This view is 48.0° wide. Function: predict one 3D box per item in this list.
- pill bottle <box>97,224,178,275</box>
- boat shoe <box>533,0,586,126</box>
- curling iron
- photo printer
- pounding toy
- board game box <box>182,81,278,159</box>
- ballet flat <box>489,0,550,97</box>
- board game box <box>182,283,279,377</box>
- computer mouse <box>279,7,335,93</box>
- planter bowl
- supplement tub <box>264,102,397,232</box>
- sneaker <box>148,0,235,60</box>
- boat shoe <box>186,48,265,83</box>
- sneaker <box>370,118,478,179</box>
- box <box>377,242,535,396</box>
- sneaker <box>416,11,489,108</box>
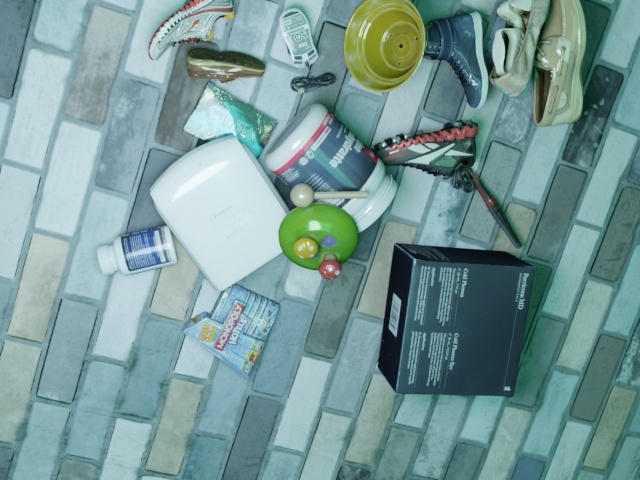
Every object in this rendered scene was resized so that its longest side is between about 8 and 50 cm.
[{"bbox_3d":[-0.420,0.027,1.653,0.169,0.094,0.094,-14,104,-9],"label":"pill bottle"},{"bbox_3d":[0.564,-0.446,1.735,0.110,0.121,0.341,-10,105,-10],"label":"boat shoe"},{"bbox_3d":[0.427,-0.082,1.829,0.068,0.035,0.274,-44,105,-3],"label":"curling iron"},{"bbox_3d":[-0.220,-0.070,1.651,0.256,0.107,0.308,-33,112,-2],"label":"photo printer"},{"bbox_3d":[0.000,0.000,1.575,0.182,0.110,0.237,8,129,-6],"label":"pounding toy"},{"bbox_3d":[-0.208,-0.266,1.668,0.186,0.026,0.126,28,96,-15],"label":"board game box"},{"bbox_3d":[0.462,-0.498,1.682,0.106,0.107,0.316,14,82,-27],"label":"ballet flat"},{"bbox_3d":[-0.225,0.207,1.749,0.194,0.060,0.194,25,96,-16],"label":"board game box"},{"bbox_3d":[-0.041,-0.440,1.659,0.106,0.042,0.193,-19,111,-2],"label":"computer mouse"},{"bbox_3d":[0.166,-0.450,1.649,0.090,0.217,0.217,-13,109,-52],"label":"planter bowl"},{"bbox_3d":[0.025,-0.163,1.651,0.272,0.191,0.191,41,92,-16],"label":"supplement tub"},{"bbox_3d":[-0.284,-0.467,1.579,0.225,0.088,0.093,-38,108,-1],"label":"sneaker"},{"bbox_3d":[-0.215,-0.390,1.628,0.177,0.064,0.060,4,132,-11],"label":"boat shoe"},{"bbox_3d":[0.258,-0.205,1.736,0.275,0.097,0.135,-13,100,-10],"label":"sneaker"},{"bbox_3d":[0.332,0.199,1.797,0.312,0.179,0.344,5,101,-11],"label":"box"},{"bbox_3d":[0.307,-0.417,1.703,0.163,0.086,0.226,-12,98,-16],"label":"sneaker"}]
